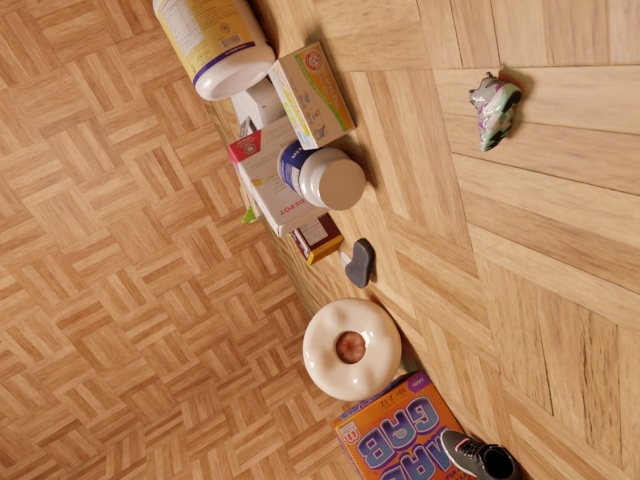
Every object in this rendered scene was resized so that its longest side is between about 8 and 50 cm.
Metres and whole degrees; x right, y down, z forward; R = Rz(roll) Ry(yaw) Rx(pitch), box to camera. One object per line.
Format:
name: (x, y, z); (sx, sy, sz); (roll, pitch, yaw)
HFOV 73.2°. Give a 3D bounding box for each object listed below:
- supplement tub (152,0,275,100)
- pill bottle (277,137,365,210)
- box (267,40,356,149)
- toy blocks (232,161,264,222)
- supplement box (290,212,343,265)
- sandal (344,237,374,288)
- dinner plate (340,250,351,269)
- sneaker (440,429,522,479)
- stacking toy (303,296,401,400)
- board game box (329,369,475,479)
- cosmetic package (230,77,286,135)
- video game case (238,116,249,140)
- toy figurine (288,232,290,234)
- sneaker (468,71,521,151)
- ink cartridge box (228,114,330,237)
supplement tub: (-0.296, -0.582, 1.166); (0.331, 0.241, 0.241); (62, 168, -7)
pill bottle: (-0.001, -0.173, 1.113); (0.265, 0.153, 0.153); (41, 157, 57)
box: (-0.022, -0.320, 0.971); (0.203, 0.103, 0.114); (64, 168, -16)
toy blocks: (-0.239, -0.215, 1.586); (0.381, 0.191, 0.261); (170, 81, -76)
supplement box: (-0.029, -0.034, 1.605); (0.194, 0.129, 0.191); (59, 168, 9)
sandal: (0.139, 0.079, 1.394); (0.097, 0.054, 0.254); (49, 155, 19)
dinner plate: (0.110, 0.106, 1.634); (0.141, 0.017, 0.141); (57, 169, 18)
sneaker: (0.446, 0.597, 1.206); (0.296, 0.104, 0.147); (29, 145, 58)
stacking toy: (0.166, 0.429, 1.668); (0.350, 0.350, 0.480); (55, -175, 25)
board game box: (0.280, 0.719, 1.530); (0.356, 0.356, 0.356); (57, 167, 16)
cosmetic package: (-0.210, -0.422, 1.525); (0.284, 0.097, 0.377); (54, 167, 31)
video game case: (-0.265, -0.350, 1.472); (0.087, 0.011, 0.122); (175, 102, -65)
toy figurine: (-0.101, -0.104, 1.821); (0.173, 0.130, 0.159); (44, 154, 17)
sneaker: (0.210, -0.167, 0.547); (0.069, 0.038, 0.098); (55, 158, 31)
ink cartridge box: (-0.111, -0.198, 1.333); (0.306, 0.226, 0.131); (59, 168, 10)
